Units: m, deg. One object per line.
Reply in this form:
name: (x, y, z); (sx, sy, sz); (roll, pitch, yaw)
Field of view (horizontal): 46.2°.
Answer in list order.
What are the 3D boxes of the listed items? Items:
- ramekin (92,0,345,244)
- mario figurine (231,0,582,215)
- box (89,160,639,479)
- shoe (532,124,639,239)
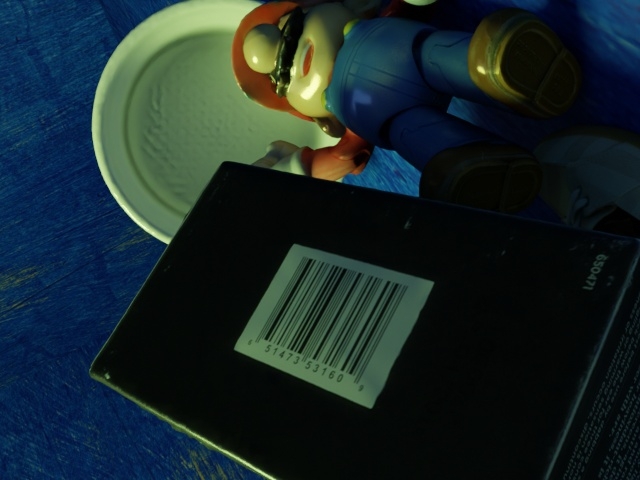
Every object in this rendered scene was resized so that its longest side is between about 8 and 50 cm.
ramekin: (-0.110, -0.127, 0.859); (0.277, 0.277, 0.135); (63, 175, -11)
mario figurine: (0.016, -0.120, 0.554); (0.170, 0.198, 0.320); (51, 171, -35)
box: (0.068, 0.113, 0.506); (0.296, 0.182, 0.294); (15, 158, 40)
shoe: (0.185, -0.009, 0.425); (0.219, 0.058, 0.076); (42, 158, 55)
